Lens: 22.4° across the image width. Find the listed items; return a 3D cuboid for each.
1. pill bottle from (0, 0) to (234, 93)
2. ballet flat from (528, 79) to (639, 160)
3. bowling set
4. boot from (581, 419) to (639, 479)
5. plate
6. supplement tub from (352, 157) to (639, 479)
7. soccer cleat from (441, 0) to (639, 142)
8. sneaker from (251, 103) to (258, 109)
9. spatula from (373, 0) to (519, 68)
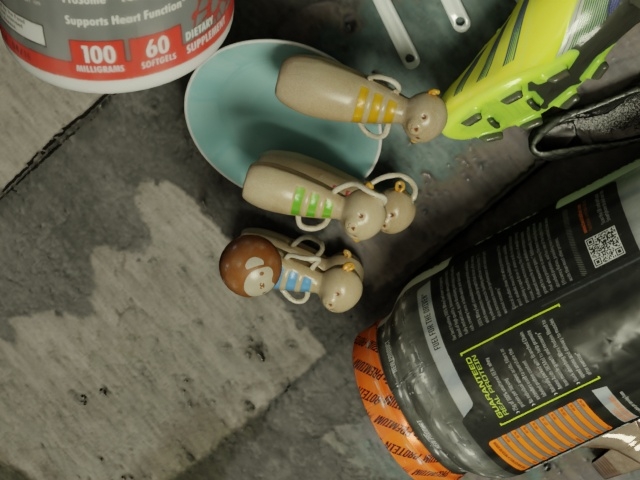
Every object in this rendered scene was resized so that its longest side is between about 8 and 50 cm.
[{"bbox_3d":[-0.184,-0.318,1.316,0.210,0.210,0.363,7,135,10],"label":"pill bottle"},{"bbox_3d":[0.270,-0.106,1.446,0.173,0.049,0.057,-20,104,18],"label":"ballet flat"},{"bbox_3d":[0.000,0.000,1.434,0.154,0.200,0.287,16,137,1],"label":"bowling set"},{"bbox_3d":[0.281,0.173,1.559,0.087,0.042,0.118,-40,99,16],"label":"boot"},{"bbox_3d":[-0.033,-0.113,1.487,0.188,0.024,0.188,9,132,10],"label":"plate"},{"bbox_3d":[0.211,0.081,1.445,0.338,0.207,0.207,-28,102,20],"label":"supplement tub"},{"bbox_3d":[0.208,-0.199,1.413,0.289,0.093,0.121,-40,64,21],"label":"soccer cleat"},{"bbox_3d":[-0.039,-0.133,1.513,0.098,0.038,0.069,41,118,0],"label":"sneaker"},{"bbox_3d":[0.085,-0.285,1.436,0.168,0.019,0.242,-24,104,18],"label":"spatula"}]
